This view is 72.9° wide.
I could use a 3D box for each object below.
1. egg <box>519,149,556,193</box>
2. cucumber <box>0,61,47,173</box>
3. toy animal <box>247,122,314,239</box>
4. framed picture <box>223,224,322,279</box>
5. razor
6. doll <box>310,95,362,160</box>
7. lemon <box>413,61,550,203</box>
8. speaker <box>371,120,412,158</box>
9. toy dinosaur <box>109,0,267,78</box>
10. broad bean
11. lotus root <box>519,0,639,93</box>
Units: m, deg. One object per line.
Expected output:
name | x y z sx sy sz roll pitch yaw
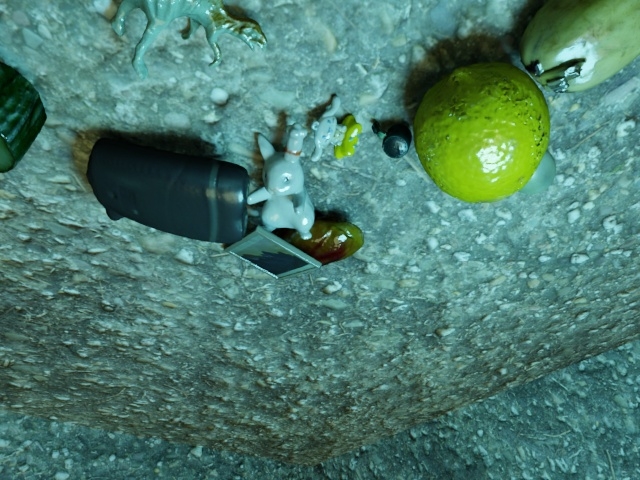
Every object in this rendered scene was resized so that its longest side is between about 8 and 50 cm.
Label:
egg | 0.507 -0.172 1.053 0.114 0.114 0.152 -31 136 23
cucumber | -0.618 -0.226 0.790 0.191 0.130 0.191 4 143 3
toy animal | -0.089 -0.125 0.982 0.141 0.138 0.282 10 145 15
framed picture | -0.132 0.042 1.133 0.192 0.018 0.265 31 156 -19
razor | -0.321 -0.101 0.932 0.349 0.113 0.204 12 134 2
doll | 0.029 -0.241 0.933 0.113 0.071 0.135 -12 117 -24
lemon | 0.324 -0.209 0.879 0.258 0.258 0.310 -20 138 13
speaker | 0.155 -0.226 0.967 0.094 0.075 0.060 19 129 6
toy dinosaur | -0.286 -0.389 0.698 0.205 0.092 0.393 -36 130 27
broad bean | -0.001 -0.004 1.149 0.229 0.122 0.156 -10 140 5
lotus root | 0.512 -0.398 0.766 0.310 0.182 0.183 -38 131 24
